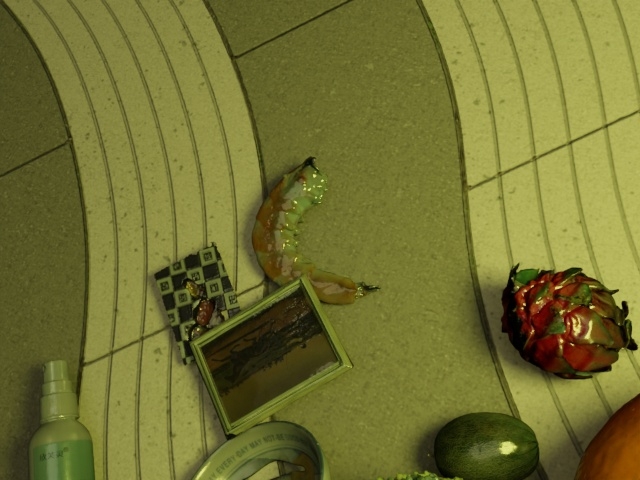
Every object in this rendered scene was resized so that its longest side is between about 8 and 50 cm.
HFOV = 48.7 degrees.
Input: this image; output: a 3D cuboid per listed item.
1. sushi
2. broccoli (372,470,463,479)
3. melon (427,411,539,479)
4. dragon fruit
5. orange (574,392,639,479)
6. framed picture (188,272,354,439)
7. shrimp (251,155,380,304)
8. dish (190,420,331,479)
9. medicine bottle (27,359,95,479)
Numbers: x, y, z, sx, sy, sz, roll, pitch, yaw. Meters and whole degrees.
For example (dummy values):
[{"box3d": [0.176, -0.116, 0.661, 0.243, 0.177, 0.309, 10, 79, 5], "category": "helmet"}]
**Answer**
[{"box3d": [-0.219, 0.117, 1.323, 0.139, 0.031, 0.201, -25, 69, 6], "category": "sushi"}, {"box3d": [0.156, 0.450, 0.968, 0.375, 0.302, 0.249, 36, 89, -14], "category": "broccoli"}, {"box3d": [0.244, 0.319, 1.070, 0.167, 0.114, 0.114, -9, 69, 13], "category": "melon"}, {"box3d": [0.371, 0.124, 1.076, 0.189, 0.182, 0.182, 10, 73, 38], "category": "dragon fruit"}, {"box3d": [0.515, 0.360, 0.865, 0.424, 0.326, 0.424, 0, 84, 1], "category": "orange"}, {"box3d": [-0.093, 0.196, 1.221, 0.252, 0.014, 0.197, -32, 64, 6], "category": "framed picture"}, {"box3d": [-0.032, 0.002, 1.290, 0.185, 0.068, 0.287, -28, 68, 8], "category": "shrimp"}, {"box3d": [-0.084, 0.436, 1.120, 0.273, 0.134, 0.273, -23, 33, 17], "category": "dish"}, {"box3d": [-0.459, 0.388, 1.252, 0.110, 0.110, 0.351, -16, 67, 10], "category": "medicine bottle"}]
